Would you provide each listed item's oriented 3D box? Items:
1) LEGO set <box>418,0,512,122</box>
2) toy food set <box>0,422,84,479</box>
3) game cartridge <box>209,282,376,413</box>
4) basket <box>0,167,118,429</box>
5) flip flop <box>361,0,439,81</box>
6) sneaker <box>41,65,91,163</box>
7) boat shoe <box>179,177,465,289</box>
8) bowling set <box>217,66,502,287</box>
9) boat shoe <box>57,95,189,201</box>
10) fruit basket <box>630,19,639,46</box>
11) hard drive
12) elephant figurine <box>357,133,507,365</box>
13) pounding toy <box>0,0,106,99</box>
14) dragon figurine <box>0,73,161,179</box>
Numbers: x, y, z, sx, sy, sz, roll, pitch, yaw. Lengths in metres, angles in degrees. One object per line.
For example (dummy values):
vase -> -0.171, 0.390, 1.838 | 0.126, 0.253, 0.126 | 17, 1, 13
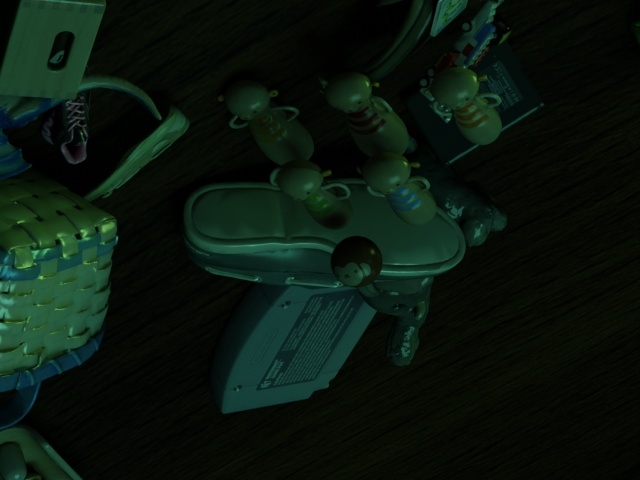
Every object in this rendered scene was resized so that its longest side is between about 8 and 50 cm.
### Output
LEGO set -> 0.181, -0.233, 1.639 | 0.182, 0.060, 0.244 | -44, 169, -16
toy food set -> -0.446, 0.363, 2.013 | 0.306, 0.092, 0.220 | -28, 150, -3
game cartridge -> -0.029, 0.112, 2.046 | 0.196, 0.060, 0.294 | -10, 144, -37
basket -> -0.330, 0.081, 1.545 | 0.254, 0.201, 0.289 | -18, 131, -62
flip flop -> 0.100, -0.264, 1.562 | 0.112, 0.080, 0.277 | -44, 168, -34
sneaker -> -0.235, -0.120, 1.510 | 0.047, 0.057, 0.119 | -15, 145, -22
boat shoe -> 0.000, 0.000, 1.779 | 0.319, 0.116, 0.099 | 4, 150, -10
bowling set -> 0.042, -0.067, 1.605 | 0.287, 0.200, 0.154 | -8, 154, 20
boat shoe -> -0.200, -0.083, 1.601 | 0.153, 0.056, 0.048 | -42, 144, 6
fruit basket -> 0.536, -0.276, 1.748 | 0.282, 0.392, 0.392 | -15, 147, -13
hard drive -> 0.171, -0.156, 1.787 | 0.135, 0.094, 0.022 | -32, -171, 2
elephant figurine -> 0.094, 0.015, 1.888 | 0.239, 0.186, 0.169 | -48, 169, 12
pounding toy -> -0.230, -0.193, 1.349 | 0.100, 0.130, 0.141 | 2, 139, -25
dragon figurine -> -0.301, -0.112, 1.430 | 0.289, 0.085, 0.144 | 0, 141, -35
